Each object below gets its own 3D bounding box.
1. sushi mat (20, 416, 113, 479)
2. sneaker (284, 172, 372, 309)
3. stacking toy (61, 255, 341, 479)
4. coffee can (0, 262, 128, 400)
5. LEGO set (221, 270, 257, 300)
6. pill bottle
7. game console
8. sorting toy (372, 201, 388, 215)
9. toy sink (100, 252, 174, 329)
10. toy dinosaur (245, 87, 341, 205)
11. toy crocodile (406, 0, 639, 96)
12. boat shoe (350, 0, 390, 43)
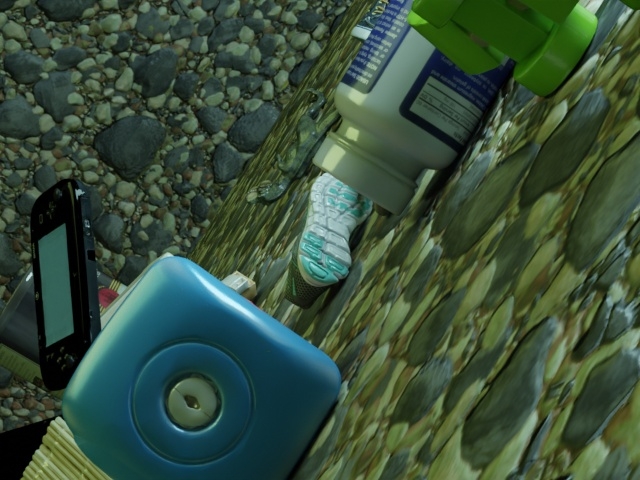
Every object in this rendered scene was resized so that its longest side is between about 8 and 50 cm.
[{"bbox_3d":[-0.198,0.268,1.183,0.316,0.019,0.151,25,86,55],"label":"sushi mat"},{"bbox_3d":[0.000,0.000,1.346,0.076,0.065,0.166,-57,5,40],"label":"sneaker"},{"bbox_3d":[-0.082,0.118,1.162,0.165,0.175,0.302,-56,-4,2],"label":"stacking toy"},{"bbox_3d":[-0.339,0.153,2.105,0.201,0.275,0.201,-57,8,13],"label":"coffee can"},{"bbox_3d":[-0.158,0.158,1.736,0.132,0.107,0.287,-16,23,24],"label":"LEGO set"},{"bbox_3d":[0.076,-0.120,1.118,0.186,0.112,0.112,-58,8,4],"label":"pill bottle"},{"bbox_3d":[-0.252,0.125,1.363,0.213,0.044,0.361,-21,69,42],"label":"game console"},{"bbox_3d":[0.098,-0.170,1.356,0.229,0.041,0.307,-61,14,18],"label":"sorting toy"},{"bbox_3d":[-0.166,0.116,1.506,0.131,0.153,0.234,-46,6,-11],"label":"toy sink"},{"bbox_3d":[-0.015,-0.160,2.080,0.268,0.064,0.118,-54,15,19],"label":"toy dinosaur"},{"bbox_3d":[0.152,-0.190,0.893,0.105,0.115,0.340,-61,8,-25],"label":"toy crocodile"},{"bbox_3d":[0.088,-0.305,1.945,0.083,0.065,0.183,-59,6,9],"label":"boat shoe"}]
